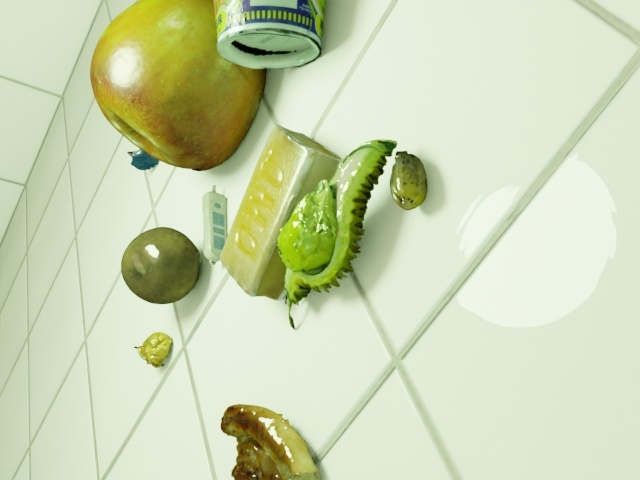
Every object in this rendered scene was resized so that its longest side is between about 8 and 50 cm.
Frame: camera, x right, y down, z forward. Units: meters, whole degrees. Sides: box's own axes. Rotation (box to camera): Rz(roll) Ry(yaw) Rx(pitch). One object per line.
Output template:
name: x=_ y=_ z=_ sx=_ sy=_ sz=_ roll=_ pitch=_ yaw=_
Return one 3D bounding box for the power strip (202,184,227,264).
power strip: x=-0.222 y=-0.037 z=1.551 sx=0.030 sy=0.048 sz=0.191 roll=-34 pitch=51 yaw=40

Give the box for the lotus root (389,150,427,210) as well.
lotus root: x=0.124 y=-0.088 z=1.041 sx=0.054 sy=0.049 sz=0.099 roll=113 pitch=157 yaw=-52

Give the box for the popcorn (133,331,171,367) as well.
popcorn: x=-0.378 y=0.239 z=1.640 sx=0.084 sy=0.084 sz=0.084 roll=-29 pitch=53 yaw=48

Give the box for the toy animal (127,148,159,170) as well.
toy animal: x=-0.421 y=-0.298 z=1.948 sx=0.256 sy=0.176 sz=0.239 roll=-27 pitch=49 yaw=6

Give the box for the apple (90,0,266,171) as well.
apple: x=-0.291 y=-0.346 z=1.576 sx=0.384 sy=0.375 sz=0.374 roll=76 pitch=-160 yaw=-74

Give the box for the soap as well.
soap: x=-0.074 y=-0.050 z=1.295 sx=0.173 sy=0.089 sz=0.274 roll=42 pitch=113 yaw=54

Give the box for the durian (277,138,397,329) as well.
durian: x=0.005 y=0.000 z=1.131 sx=0.375 sy=0.132 sz=0.106 roll=-59 pitch=-8 yaw=29

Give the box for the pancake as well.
pancake: x=-0.107 y=0.384 z=1.182 sx=0.266 sy=0.057 sz=0.244 roll=38 pitch=110 yaw=54

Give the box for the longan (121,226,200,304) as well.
longan: x=-0.339 y=0.054 z=1.589 sx=0.187 sy=0.167 sz=0.167 roll=-8 pitch=70 yaw=55

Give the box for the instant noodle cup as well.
instant noodle cup: x=-0.091 y=-0.499 z=1.376 sx=0.284 sy=0.284 sz=0.312 roll=-10 pitch=78 yaw=55
